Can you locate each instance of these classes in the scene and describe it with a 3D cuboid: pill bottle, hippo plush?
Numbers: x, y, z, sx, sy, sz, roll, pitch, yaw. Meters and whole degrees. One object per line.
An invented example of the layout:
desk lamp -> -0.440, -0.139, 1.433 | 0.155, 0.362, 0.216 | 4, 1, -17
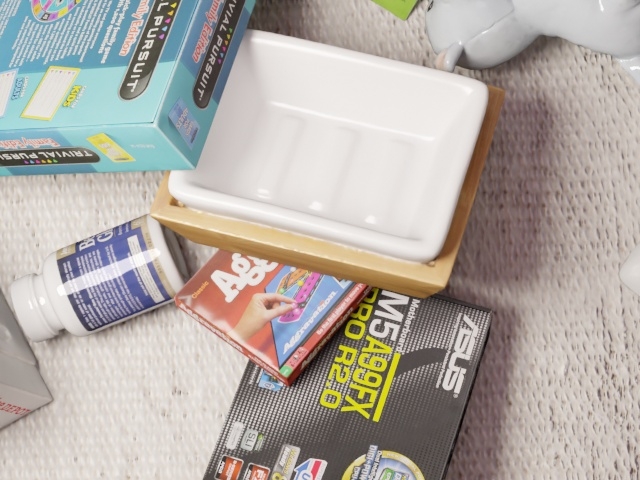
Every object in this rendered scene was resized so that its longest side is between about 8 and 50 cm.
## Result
pill bottle -> -0.226, 0.042, 1.548 | 0.169, 0.094, 0.094 | -22, 77, 3
hippo plush -> 0.219, -0.271, 1.523 | 0.236, 0.234, 0.294 | -10, 121, 23

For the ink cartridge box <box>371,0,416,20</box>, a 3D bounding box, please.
ink cartridge box -> 0.013, -0.346, 1.518 | 0.255, 0.097, 0.189 | 30, 117, -3

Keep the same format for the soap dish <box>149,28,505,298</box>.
soap dish -> 0.011, -0.073, 1.466 | 0.290, 0.118, 0.229 | 13, 62, 12

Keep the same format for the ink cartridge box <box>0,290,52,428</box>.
ink cartridge box -> -0.447, 0.130, 1.508 | 0.270, 0.198, 0.197 | -28, 77, 1

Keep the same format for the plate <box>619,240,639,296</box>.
plate -> 0.485, 0.008, 1.488 | 0.277, 0.045, 0.278 | 38, 86, 13

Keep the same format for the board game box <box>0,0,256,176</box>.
board game box -> -0.240, -0.189, 1.503 | 0.336, 0.079, 0.254 | 0, 59, 31

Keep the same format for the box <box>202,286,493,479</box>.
box -> 0.029, 0.164, 1.470 | 0.216, 0.060, 0.270 | 16, 64, 11

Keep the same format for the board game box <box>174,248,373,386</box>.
board game box -> 0.000, 0.000, 1.510 | 0.145, 0.027, 0.281 | 33, 68, 20
